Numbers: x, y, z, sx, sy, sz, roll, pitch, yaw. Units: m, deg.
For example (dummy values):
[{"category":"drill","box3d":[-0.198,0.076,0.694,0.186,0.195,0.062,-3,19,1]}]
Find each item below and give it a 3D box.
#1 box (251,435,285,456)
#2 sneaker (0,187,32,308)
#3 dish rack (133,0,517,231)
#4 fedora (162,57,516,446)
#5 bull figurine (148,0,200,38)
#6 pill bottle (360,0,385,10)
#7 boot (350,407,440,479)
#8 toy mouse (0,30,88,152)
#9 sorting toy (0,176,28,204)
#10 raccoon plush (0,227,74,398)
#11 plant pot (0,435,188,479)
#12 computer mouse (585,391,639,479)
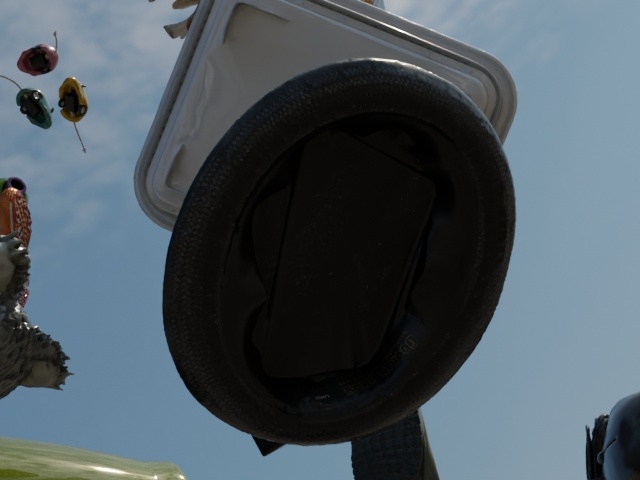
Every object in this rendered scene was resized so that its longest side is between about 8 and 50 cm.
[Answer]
[{"category":"box","box3d":[0.008,0.184,1.759,0.147,0.077,0.180,-35,-10,32]},{"category":"sneaker","box3d":[-0.369,0.015,1.622,0.064,0.067,0.175,-77,0,-56]},{"category":"dish rack","box3d":[-0.002,-0.097,1.369,0.072,0.333,0.285,-26,-41,-83]},{"category":"fedora","box3d":[0.000,0.000,1.197,0.334,0.152,0.334,-7,-70,-21]},{"category":"bull figurine","box3d":[-0.193,-0.415,1.834,0.188,0.101,0.310,-38,-54,0]},{"category":"pill bottle","box3d":[0.005,-0.303,1.845,0.162,0.162,0.278,-36,-17,-3]},{"category":"boot","box3d":[0.110,0.289,1.521,0.083,0.246,0.161,-19,-27,22]},{"category":"toy mouse","box3d":[-0.366,-0.207,1.867,0.031,0.143,0.161,-41,-43,-51]},{"category":"sorting toy","box3d":[-0.393,-0.081,1.722,0.042,0.102,0.061,-45,4,33]},{"category":"raccoon plush","box3d":[-0.403,0.009,1.253,0.299,0.446,0.216,-20,-38,-4]},{"category":"plant pot","box3d":[-0.344,0.404,1.766,0.353,0.366,0.366,1,-40,-25]},{"category":"computer mouse","box3d":[0.341,0.242,1.560,0.072,0.188,0.272,10,-29,-12]}]
